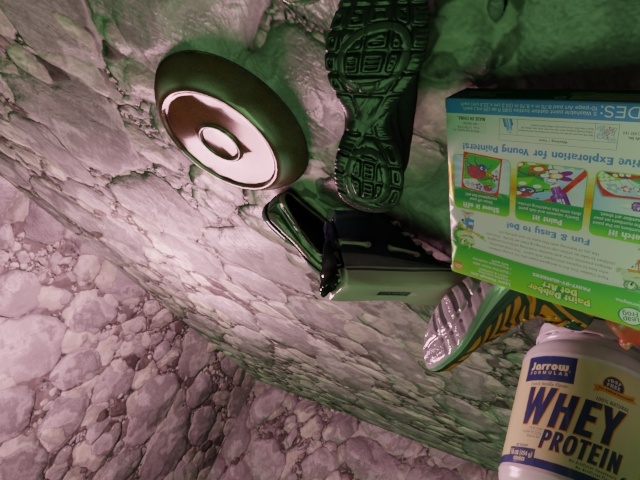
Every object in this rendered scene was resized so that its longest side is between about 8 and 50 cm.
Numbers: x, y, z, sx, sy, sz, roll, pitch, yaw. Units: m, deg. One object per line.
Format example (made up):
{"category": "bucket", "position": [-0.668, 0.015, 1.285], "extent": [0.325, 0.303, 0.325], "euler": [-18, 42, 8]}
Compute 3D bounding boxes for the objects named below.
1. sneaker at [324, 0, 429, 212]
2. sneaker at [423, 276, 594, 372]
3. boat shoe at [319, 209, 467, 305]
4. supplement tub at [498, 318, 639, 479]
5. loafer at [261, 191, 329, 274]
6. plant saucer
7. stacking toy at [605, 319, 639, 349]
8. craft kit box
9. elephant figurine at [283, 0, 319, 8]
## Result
{"category": "sneaker", "position": [0.071, -0.181, 0.541], "extent": [0.109, 0.130, 0.286], "euler": [13, 128, 12]}
{"category": "sneaker", "position": [0.309, 0.119, 0.711], "extent": [0.180, 0.125, 0.321], "euler": [24, 122, -11]}
{"category": "boat shoe", "position": [0.160, 0.028, 0.829], "extent": [0.340, 0.158, 0.127], "euler": [6, 154, -22]}
{"category": "supplement tub", "position": [0.478, 0.330, 0.818], "extent": [0.235, 0.325, 0.235], "euler": [21, 153, 12]}
{"category": "loafer", "position": [0.000, 0.000, 0.938], "extent": [0.267, 0.096, 0.084], "euler": [37, 143, -12]}
{"category": "plant saucer", "position": [-0.171, -0.188, 0.809], "extent": [0.310, 0.050, 0.311], "euler": [20, 153, 11]}
{"category": "stacking toy", "position": [0.491, 0.041, 0.519], "extent": [0.279, 0.130, 0.309], "euler": [12, 149, 29]}
{"category": "craft kit box", "position": [0.267, -0.042, 0.510], "extent": [0.249, 0.061, 0.247], "euler": [19, 128, 42]}
{"category": "elephant figurine", "position": [-0.005, -0.293, 0.379], "extent": [0.239, 0.169, 0.186], "euler": [30, -173, -40]}
